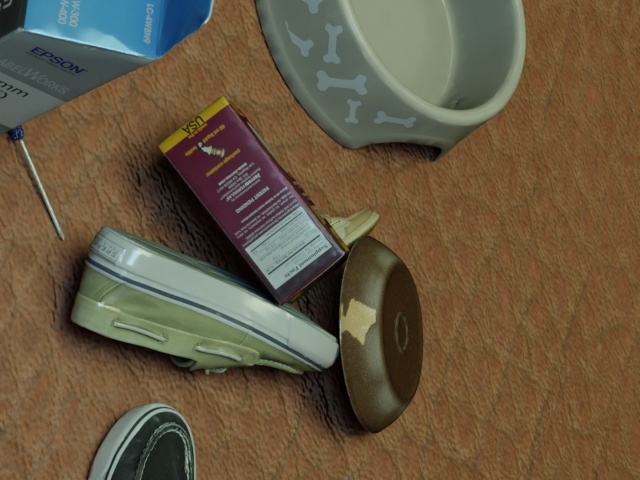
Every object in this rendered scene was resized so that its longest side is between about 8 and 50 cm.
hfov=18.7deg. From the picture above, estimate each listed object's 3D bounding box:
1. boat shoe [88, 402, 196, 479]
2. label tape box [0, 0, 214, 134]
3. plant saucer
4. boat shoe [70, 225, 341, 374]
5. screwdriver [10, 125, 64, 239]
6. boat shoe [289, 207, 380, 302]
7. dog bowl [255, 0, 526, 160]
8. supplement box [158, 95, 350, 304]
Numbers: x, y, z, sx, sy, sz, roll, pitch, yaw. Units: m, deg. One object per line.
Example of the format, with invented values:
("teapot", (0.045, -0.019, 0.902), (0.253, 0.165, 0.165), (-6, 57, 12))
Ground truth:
("boat shoe", (-0.148, 0.274, 1.674), (0.108, 0.102, 0.301), (35, 53, -31))
("label tape box", (-0.228, -0.242, 1.608), (0.115, 0.348, 0.249), (24, 59, -37))
("plant saucer", (0.067, 0.093, 1.946), (0.198, 0.036, 0.198), (-4, 90, -71))
("boat shoe", (-0.109, 0.074, 1.810), (0.302, 0.109, 0.094), (26, 95, -39))
("screwdriver", (-0.265, -0.078, 1.750), (0.025, 0.024, 0.170), (-33, 103, -76))
("boat shoe", (0.000, 0.000, 1.959), (0.059, 0.063, 0.170), (43, 38, 7))
("dog bowl", (0.088, -0.258, 2.116), (0.349, 0.102, 0.348), (19, 61, -39))
("supplement box", (-0.061, -0.038, 1.836), (0.188, 0.081, 0.104), (52, 3, 1))
